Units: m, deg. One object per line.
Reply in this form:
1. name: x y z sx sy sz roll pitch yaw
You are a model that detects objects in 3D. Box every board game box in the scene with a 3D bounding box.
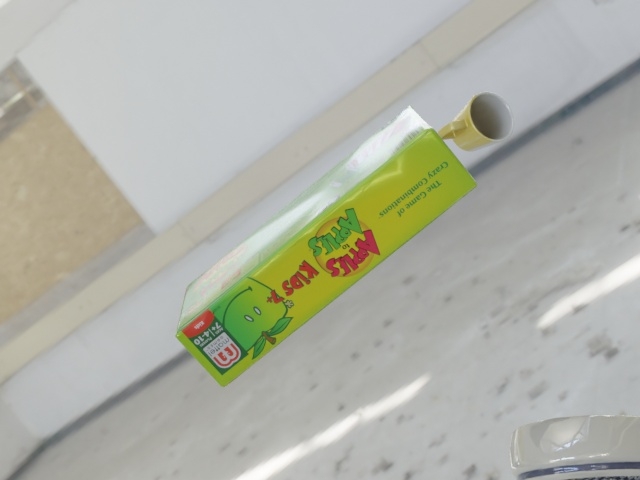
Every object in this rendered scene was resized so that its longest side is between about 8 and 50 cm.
1. board game box: 0.000 0.000 0.631 0.181 0.043 0.092 -39 13 7

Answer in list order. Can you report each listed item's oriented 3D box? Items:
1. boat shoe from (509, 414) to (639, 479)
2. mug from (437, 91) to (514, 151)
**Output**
1. boat shoe: 0.224 0.223 0.686 0.127 0.340 0.158 -15 59 33
2. mug: 0.178 -0.137 1.269 0.064 0.078 0.062 -32 41 61
